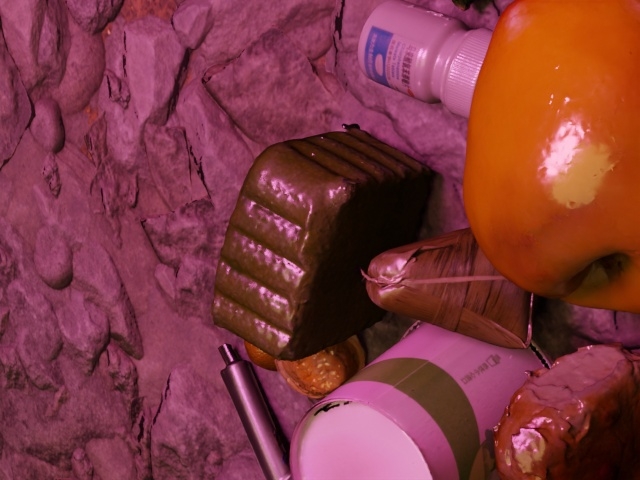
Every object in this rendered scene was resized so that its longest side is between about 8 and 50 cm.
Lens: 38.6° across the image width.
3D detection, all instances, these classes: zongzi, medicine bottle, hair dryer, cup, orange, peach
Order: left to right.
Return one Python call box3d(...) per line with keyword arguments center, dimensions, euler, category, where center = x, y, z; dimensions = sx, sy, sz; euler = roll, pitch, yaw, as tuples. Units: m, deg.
box3d(center=(-0.112, 0.335, 1.395), dimensions=(0.320, 0.155, 0.284), euler=(-42, 52, 23), category="hair dryer")
box3d(center=(-0.066, 0.137, 1.301), dimensions=(0.085, 0.085, 0.095), euler=(30, 109, 30), category="orange")
box3d(center=(0.117, 0.225, 1.051), dimensions=(0.253, 0.274, 0.253), euler=(9, 105, 36), category="cup")
box3d(center=(0.134, -0.209, 1.057), dimensions=(0.168, 0.105, 0.105), euler=(28, 115, 31), category="medicine bottle")
box3d(center=(0.158, -0.001, 1.020), dimensions=(0.204, 0.094, 0.205), euler=(17, 88, -3), category="zongzi")
box3d(center=(0.279, -0.095, 0.869), dimensions=(0.288, 0.289, 0.308), euler=(-9, 64, 39), category="peach")

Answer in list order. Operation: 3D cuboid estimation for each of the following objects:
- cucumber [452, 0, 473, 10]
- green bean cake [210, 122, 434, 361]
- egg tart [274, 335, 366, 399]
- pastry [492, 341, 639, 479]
box3d(center=(0.197, -0.382, 0.993), dimensions=(0.077, 0.077, 0.265), euler=(42, 123, 24), category="cucumber")
box3d(center=(0.000, 0.000, 1.112), dimensions=(0.156, 0.249, 0.247), euler=(30, 117, 29), category="green bean cake")
box3d(center=(-0.001, 0.168, 1.243), dimensions=(0.128, 0.049, 0.129), euler=(1, 112, 4), category="egg tart")
box3d(center=(0.276, 0.212, 0.955), dimensions=(0.100, 0.228, 0.219), euler=(31, 109, 60), category="pastry")
